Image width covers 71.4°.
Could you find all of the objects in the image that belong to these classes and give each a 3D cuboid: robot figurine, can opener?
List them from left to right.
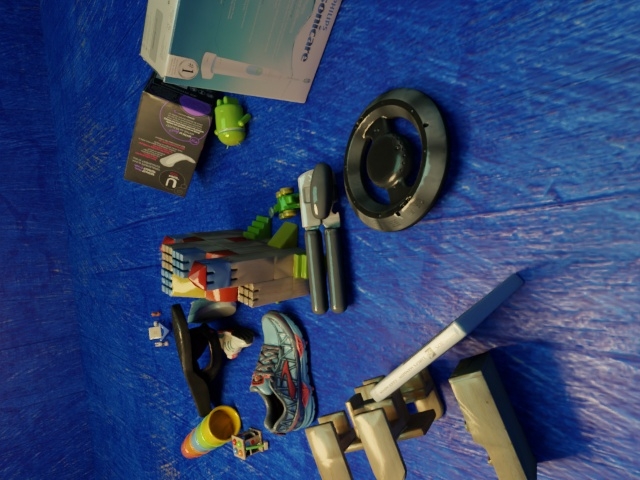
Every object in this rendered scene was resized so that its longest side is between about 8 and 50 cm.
[{"bbox_3d":[-0.213,-0.278,1.053,0.101,0.067,0.115,-8,90,37],"label":"robot figurine"},{"bbox_3d":[0.000,0.000,0.828,0.074,0.093,0.280,-5,93,15],"label":"can opener"}]

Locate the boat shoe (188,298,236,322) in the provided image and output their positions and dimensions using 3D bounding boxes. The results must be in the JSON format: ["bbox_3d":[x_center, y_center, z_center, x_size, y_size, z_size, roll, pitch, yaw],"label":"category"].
[{"bbox_3d":[-0.298,0.171,1.200,0.228,0.079,0.081,-26,62,48],"label":"boat shoe"}]

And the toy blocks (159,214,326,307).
[{"bbox_3d":[-0.212,0.053,0.950,0.382,0.261,0.190,15,107,47],"label":"toy blocks"}]

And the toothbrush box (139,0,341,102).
[{"bbox_3d":[-0.134,-0.380,0.778,0.126,0.296,0.216,49,129,35],"label":"toothbrush box"}]

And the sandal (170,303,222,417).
[{"bbox_3d":[-0.319,0.311,1.194,0.445,0.107,0.167,94,153,-45],"label":"sandal"}]

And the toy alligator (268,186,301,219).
[{"bbox_3d":[-0.066,-0.073,0.927,0.190,0.051,0.056,164,99,-72],"label":"toy alligator"}]

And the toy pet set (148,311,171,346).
[{"bbox_3d":[-0.540,0.302,1.528,0.114,0.065,0.122,121,140,-80],"label":"toy pet set"}]

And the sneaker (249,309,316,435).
[{"bbox_3d":[-0.091,0.279,0.945,0.104,0.125,0.261,-24,77,47],"label":"sneaker"}]

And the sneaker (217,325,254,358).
[{"bbox_3d":[-0.211,0.265,1.137,0.161,0.057,0.075,-3,96,53],"label":"sneaker"}]

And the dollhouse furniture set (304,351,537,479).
[{"bbox_3d":[0.145,0.277,0.620,0.242,0.212,0.160,-25,80,25],"label":"dollhouse furniture set"}]

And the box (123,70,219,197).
[{"bbox_3d":[-0.379,-0.269,1.133,0.270,0.165,0.143,-56,26,38],"label":"box"}]

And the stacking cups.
[{"bbox_3d":[-0.336,0.562,1.291,0.316,0.096,0.096,-44,63,44],"label":"stacking cups"}]

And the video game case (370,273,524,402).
[{"bbox_3d":[0.168,0.125,0.582,0.022,0.190,0.173,51,130,19],"label":"video game case"}]

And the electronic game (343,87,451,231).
[{"bbox_3d":[0.113,-0.127,0.717,0.229,0.048,0.229,-3,86,53],"label":"electronic game"}]

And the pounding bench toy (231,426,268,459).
[{"bbox_3d":[-0.178,0.515,1.122,0.083,0.065,0.052,-11,87,48],"label":"pounding bench toy"}]
